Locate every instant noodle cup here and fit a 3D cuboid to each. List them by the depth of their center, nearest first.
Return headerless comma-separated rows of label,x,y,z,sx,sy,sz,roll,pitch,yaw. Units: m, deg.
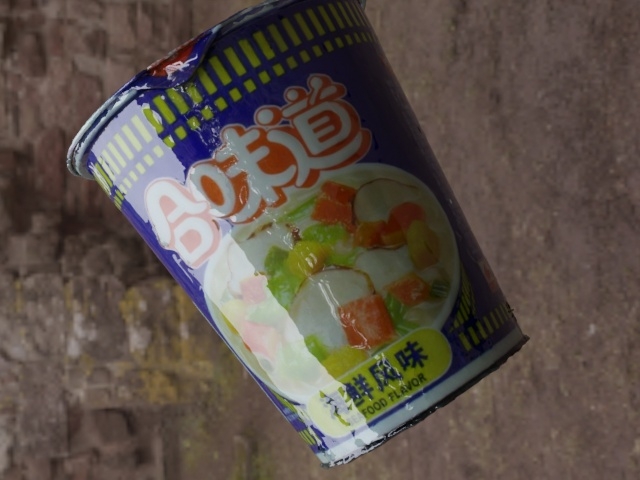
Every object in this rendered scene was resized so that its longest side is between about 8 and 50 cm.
instant noodle cup,0.000,0.000,0.859,0.312,0.284,0.284,57,159,5
